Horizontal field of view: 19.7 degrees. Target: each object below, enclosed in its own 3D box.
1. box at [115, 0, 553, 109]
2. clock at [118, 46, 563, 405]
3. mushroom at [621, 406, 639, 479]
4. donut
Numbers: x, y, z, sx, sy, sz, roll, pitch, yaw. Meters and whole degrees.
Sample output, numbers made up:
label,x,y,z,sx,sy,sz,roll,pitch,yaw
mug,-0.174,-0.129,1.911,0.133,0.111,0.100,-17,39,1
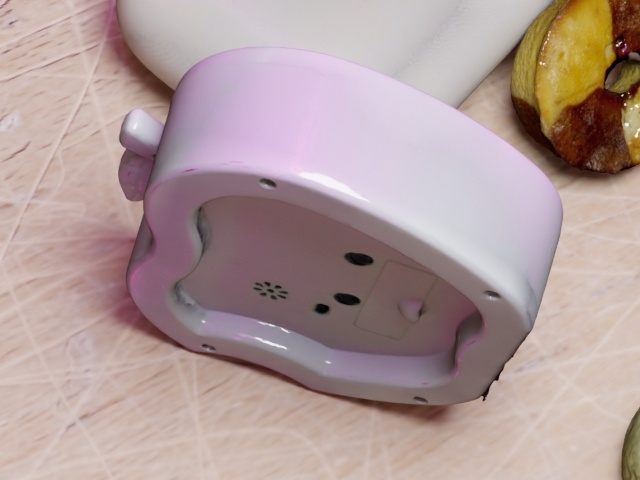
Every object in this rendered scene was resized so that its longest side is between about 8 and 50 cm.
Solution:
label,x,y,z,sx,sy,sz,roll,pitch,yaw
box,0.021,-0.218,1.548,0.289,0.141,0.349,37,62,11
clock,0.000,0.000,1.322,0.338,0.338,0.102,17,62,-1
mushroom,0.379,0.154,1.399,0.267,0.164,0.189,22,61,2
donut,0.237,-0.142,1.551,0.184,0.073,0.166,-34,115,-21
